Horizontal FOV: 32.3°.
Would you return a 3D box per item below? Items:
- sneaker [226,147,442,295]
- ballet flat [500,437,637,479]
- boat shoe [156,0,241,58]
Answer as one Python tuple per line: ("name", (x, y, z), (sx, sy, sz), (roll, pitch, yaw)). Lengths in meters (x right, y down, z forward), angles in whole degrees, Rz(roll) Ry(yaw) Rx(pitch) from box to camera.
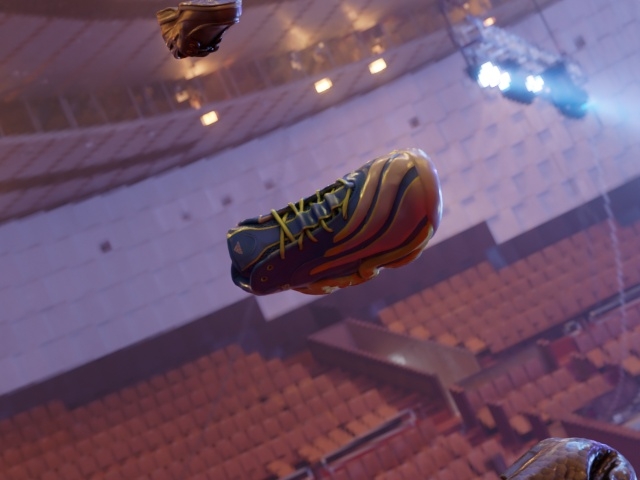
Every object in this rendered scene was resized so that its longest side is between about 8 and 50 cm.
("sneaker", (0.000, 0.000, 0.920), (0.126, 0.091, 0.240), (-12, -16, -31))
("ballet flat", (0.071, 0.172, 0.509), (0.250, 0.084, 0.058), (-30, 21, -35))
("boat shoe", (-0.127, -0.230, 1.205), (0.064, 0.060, 0.178), (-13, 10, -24))
